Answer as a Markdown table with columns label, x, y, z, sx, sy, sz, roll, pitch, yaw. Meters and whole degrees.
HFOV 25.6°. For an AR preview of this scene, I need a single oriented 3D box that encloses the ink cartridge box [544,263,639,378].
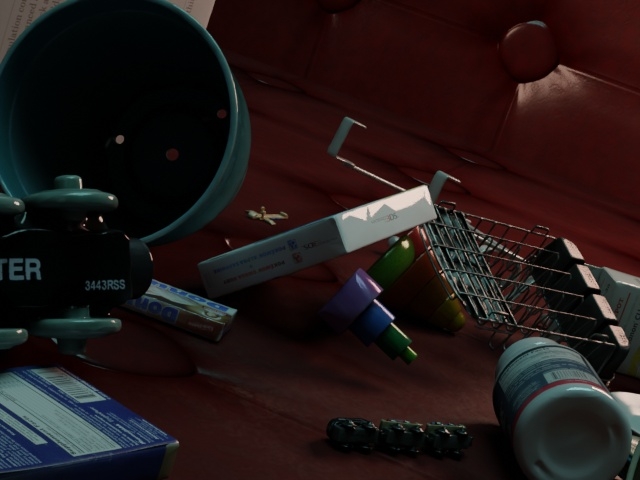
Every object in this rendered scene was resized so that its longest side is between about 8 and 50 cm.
| label | x | y | z | sx | sy | sz | roll | pitch | yaw |
| --- | --- | --- | --- | --- | --- | --- | --- | --- | --- |
| ink cartridge box | 0.396 | 0.109 | 1.776 | 0.198 | 0.115 | 0.067 | 16 | 14 | -9 |

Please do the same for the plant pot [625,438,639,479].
| label | x | y | z | sx | sy | sz | roll | pitch | yaw |
| --- | --- | --- | --- | --- | --- | --- | --- | --- | --- |
| plant pot | 0.340 | 0.227 | 0.970 | 0.284 | 0.284 | 0.191 | 23 | -21 | 15 |

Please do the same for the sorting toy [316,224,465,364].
| label | x | y | z | sx | sy | sz | roll | pitch | yaw |
| --- | --- | --- | --- | --- | --- | --- | --- | --- | --- |
| sorting toy | 0.097 | 0.076 | 1.566 | 0.126 | 0.127 | 0.365 | 44 | 14 | 5 |

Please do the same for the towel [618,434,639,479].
| label | x | y | z | sx | sy | sz | roll | pitch | yaw |
| --- | --- | --- | --- | --- | --- | --- | --- | --- | --- |
| towel | 0.464 | 0.290 | 1.310 | 0.370 | 0.040 | 0.271 | 18 | 14 | -16 |

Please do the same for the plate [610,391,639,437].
| label | x | y | z | sx | sy | sz | roll | pitch | yaw |
| --- | --- | --- | --- | --- | --- | --- | --- | --- | --- |
| plate | 0.392 | 0.216 | 1.531 | 0.188 | 0.024 | 0.188 | 18 | 14 | -5 |

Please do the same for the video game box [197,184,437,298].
| label | x | y | z | sx | sy | sz | roll | pitch | yaw |
| --- | --- | --- | --- | --- | --- | --- | --- | --- | --- |
| video game box | 0.000 | 0.000 | 1.521 | 0.187 | 0.048 | 0.205 | -22 | -1 | 34 |

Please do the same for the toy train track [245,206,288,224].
| label | x | y | z | sx | sy | sz | roll | pitch | yaw |
| --- | --- | --- | --- | --- | --- | --- | --- | --- | --- |
| toy train track | -0.070 | -0.037 | 1.932 | 0.048 | 0.014 | 0.083 | 27 | 14 | 30 |

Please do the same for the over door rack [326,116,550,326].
| label | x | y | z | sx | sy | sz | roll | pitch | yaw |
| --- | --- | --- | --- | --- | --- | --- | --- | --- | --- |
| over door rack | 0.158 | -0.009 | 1.851 | 0.324 | 0.108 | 0.239 | 38 | -2 | -40 |

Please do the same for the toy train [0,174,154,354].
| label | x | y | z | sx | sy | sz | roll | pitch | yaw |
| --- | --- | --- | --- | --- | --- | --- | --- | --- | --- |
| toy train | -0.293 | 0.026 | 1.066 | 0.190 | 0.142 | 0.334 | -6 | -4 | 44 |

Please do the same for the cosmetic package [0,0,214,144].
| label | x | y | z | sx | sy | sz | roll | pitch | yaw |
| --- | --- | --- | --- | --- | --- | --- | --- | --- | --- |
| cosmetic package | -0.406 | -0.329 | 1.950 | 0.327 | 0.329 | 0.394 | 31 | 17 | 38 |

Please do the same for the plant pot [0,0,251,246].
| label | x | y | z | sx | sy | sz | roll | pitch | yaw |
| --- | --- | --- | --- | --- | --- | --- | --- | --- | --- |
| plant pot | -0.193 | -0.113 | 1.571 | 0.271 | 0.271 | 0.255 | 22 | -1 | 13 |

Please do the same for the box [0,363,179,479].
| label | x | y | z | sx | sy | sz | roll | pitch | yaw |
| --- | --- | --- | --- | --- | --- | --- | --- | --- | --- |
| box | -0.221 | 0.133 | 0.963 | 0.136 | 0.036 | 0.225 | 27 | 14 | 32 |

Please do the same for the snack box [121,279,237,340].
| label | x | y | z | sx | sy | sz | roll | pitch | yaw |
| --- | --- | --- | --- | --- | --- | --- | --- | --- | --- |
| snack box | -0.174 | 0.054 | 1.390 | 0.178 | 0.022 | 0.064 | 20 | 12 | 4 |

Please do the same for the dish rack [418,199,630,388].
| label | x | y | z | sx | sy | sz | roll | pitch | yaw |
| --- | --- | --- | --- | --- | --- | --- | --- | --- | --- |
| dish rack | 0.228 | 0.058 | 1.645 | 0.271 | 0.074 | 0.208 | 14 | 37 | -33 |

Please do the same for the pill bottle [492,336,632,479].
| label | x | y | z | sx | sy | sz | roll | pitch | yaw |
| --- | --- | --- | --- | --- | --- | --- | --- | --- | --- |
| pill bottle | 0.221 | 0.159 | 1.337 | 0.108 | 0.108 | 0.180 | 18 | 13 | -7 |

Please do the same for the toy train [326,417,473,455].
| label | x | y | z | sx | sy | sz | roll | pitch | yaw |
| --- | --- | --- | --- | --- | --- | --- | --- | --- | --- |
| toy train | 0.071 | 0.173 | 1.249 | 0.158 | 0.027 | 0.036 | 9 | 5 | -35 |
